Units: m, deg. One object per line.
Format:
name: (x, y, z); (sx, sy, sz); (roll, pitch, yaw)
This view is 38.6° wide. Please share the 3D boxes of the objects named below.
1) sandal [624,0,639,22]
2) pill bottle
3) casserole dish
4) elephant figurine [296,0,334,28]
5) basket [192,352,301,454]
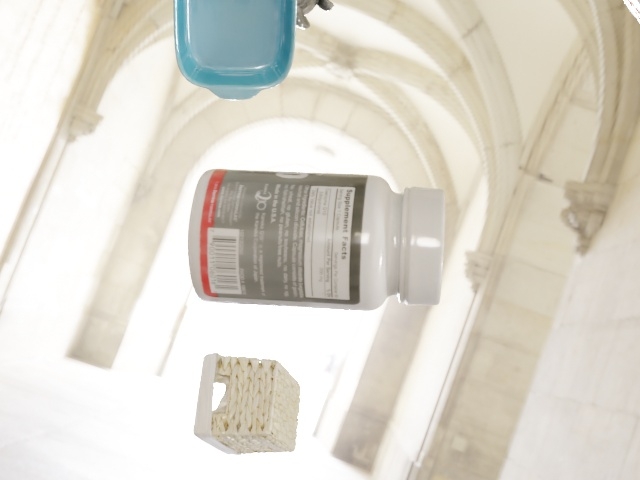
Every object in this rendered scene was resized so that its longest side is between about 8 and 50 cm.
sandal: (0.411, -0.236, 0.999); (0.102, 0.076, 0.265); (25, 32, -58)
pill bottle: (0.000, 0.000, 1.070); (0.283, 0.161, 0.161); (3, -8, 6)
casserole dish: (-0.080, -0.227, 0.858); (0.114, 0.188, 0.037); (0, 25, -6)
elephant figurine: (-0.069, -0.442, 1.586); (0.239, 0.186, 0.169); (-122, -172, -71)
basket: (-0.093, 0.225, 1.231); (0.103, 0.113, 0.167); (0, -21, 12)
